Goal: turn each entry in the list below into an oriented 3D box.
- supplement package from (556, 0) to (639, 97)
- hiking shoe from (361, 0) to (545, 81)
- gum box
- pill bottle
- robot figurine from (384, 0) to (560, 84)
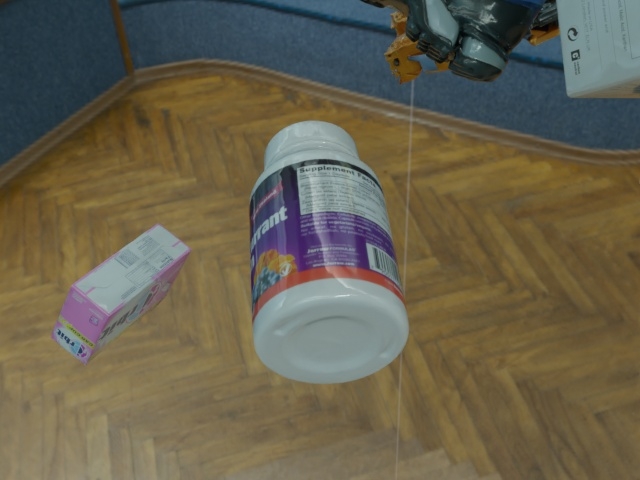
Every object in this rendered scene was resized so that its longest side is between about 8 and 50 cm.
[{"bbox_3d":[0.328,-0.213,0.516,0.177,0.175,0.293,-6,0,-29],"label":"supplement package"},{"bbox_3d":[0.075,-0.280,0.700,0.304,0.132,0.113,37,7,-8],"label":"hiking shoe"},{"bbox_3d":[-0.257,0.065,1.005,0.062,0.107,0.188,38,38,5],"label":"gum box"},{"bbox_3d":[0.000,0.000,0.575,0.108,0.108,0.193,-5,47,-1],"label":"pill bottle"},{"bbox_3d":[0.248,-0.342,1.174,0.291,0.085,0.211,-12,40,21],"label":"robot figurine"}]
